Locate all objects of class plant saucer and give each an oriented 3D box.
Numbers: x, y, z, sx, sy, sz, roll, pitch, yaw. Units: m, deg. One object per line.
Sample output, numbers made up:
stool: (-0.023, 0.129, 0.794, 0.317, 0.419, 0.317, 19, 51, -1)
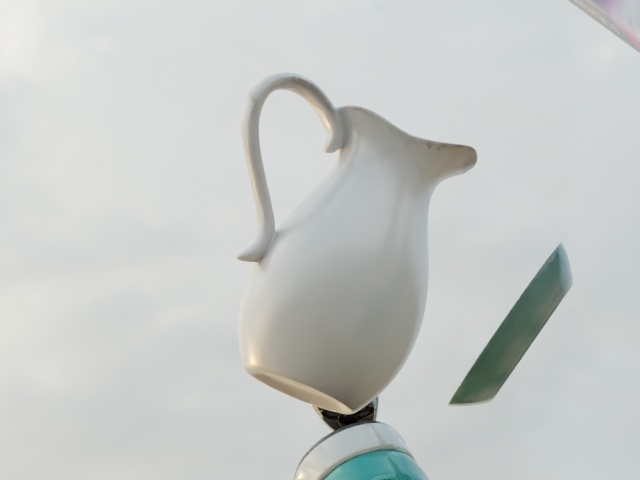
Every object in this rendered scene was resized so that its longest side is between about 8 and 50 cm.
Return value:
plant saucer: (0.118, 0.056, 0.775, 0.119, 0.021, 0.119, -52, -11, -15)

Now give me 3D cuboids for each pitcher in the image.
pitcher: (0.000, 0.000, 0.904, 0.177, 0.207, 0.125, 26, -15, -17)

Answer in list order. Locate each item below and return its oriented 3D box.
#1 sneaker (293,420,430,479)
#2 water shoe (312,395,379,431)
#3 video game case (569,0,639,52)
sneaker: (0.074, 0.272, 0.849, 0.123, 0.178, 0.295, -24, -49, -8)
water shoe: (0.016, 0.145, 1.299, 0.073, 0.080, 0.203, -6, -49, 8)
video game case: (0.273, -0.200, 0.875, 0.196, 0.274, 0.026, -28, -65, 4)
